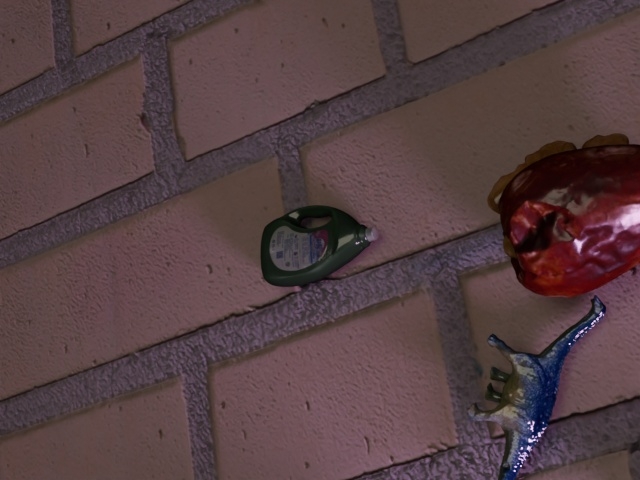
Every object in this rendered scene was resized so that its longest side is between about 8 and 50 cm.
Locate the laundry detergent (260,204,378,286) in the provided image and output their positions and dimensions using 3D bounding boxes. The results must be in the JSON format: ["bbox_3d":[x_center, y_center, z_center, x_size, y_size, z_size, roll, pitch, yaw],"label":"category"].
[{"bbox_3d":[0.000,0.000,2.314,0.211,0.063,0.137,-15,59,29],"label":"laundry detergent"}]

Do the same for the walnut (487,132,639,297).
[{"bbox_3d":[0.384,-0.049,1.998,0.269,0.221,0.244,-19,41,12],"label":"walnut"}]

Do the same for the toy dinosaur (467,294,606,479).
[{"bbox_3d":[0.297,0.235,2.026,0.147,0.076,0.363,17,80,30],"label":"toy dinosaur"}]
